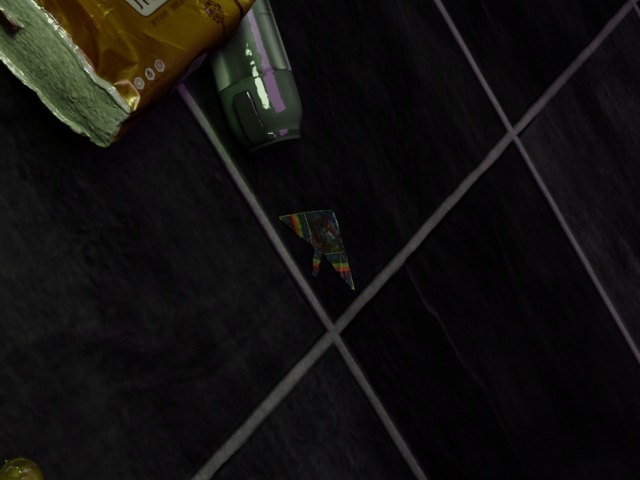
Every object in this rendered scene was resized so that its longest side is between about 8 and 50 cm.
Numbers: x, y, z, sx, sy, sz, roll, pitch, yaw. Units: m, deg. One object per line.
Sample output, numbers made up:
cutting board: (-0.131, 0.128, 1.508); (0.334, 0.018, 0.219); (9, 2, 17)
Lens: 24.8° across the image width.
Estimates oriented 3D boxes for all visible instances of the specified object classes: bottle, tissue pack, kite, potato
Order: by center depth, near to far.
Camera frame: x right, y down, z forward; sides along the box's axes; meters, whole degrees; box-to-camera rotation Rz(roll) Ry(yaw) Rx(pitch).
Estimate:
potato: (-0.231, 0.214, 1.138); (0.045, 0.046, 0.092); (-90, 163, -80)
tissue pack: (-0.188, -0.211, 1.319); (0.183, 0.092, 0.226); (42, 44, -3)
bottle: (-0.085, -0.213, 1.465); (0.096, 0.079, 0.254); (-3, 75, -71)
kite: (0.000, 0.000, 1.528); (0.122, 0.004, 0.090); (40, 47, -30)
